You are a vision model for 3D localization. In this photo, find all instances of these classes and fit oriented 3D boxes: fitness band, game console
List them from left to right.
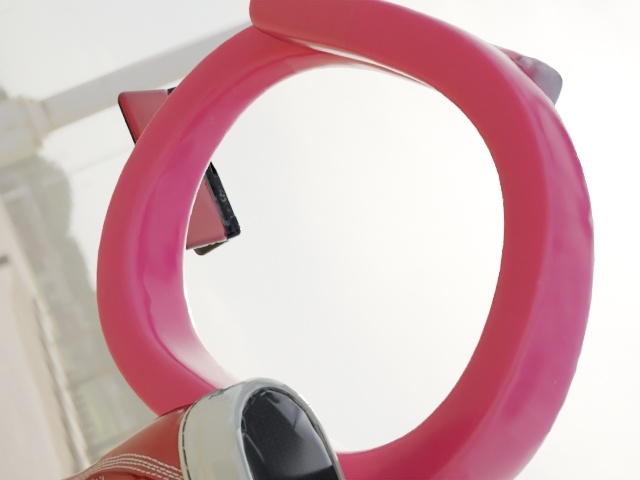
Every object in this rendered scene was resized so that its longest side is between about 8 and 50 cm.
[{"bbox_3d":[-0.137,-0.054,1.191,0.124,0.085,0.144,-27,-97,59],"label":"game console"},{"bbox_3d":[0.000,0.000,0.590,0.291,0.054,0.209,26,-82,49],"label":"fitness band"}]

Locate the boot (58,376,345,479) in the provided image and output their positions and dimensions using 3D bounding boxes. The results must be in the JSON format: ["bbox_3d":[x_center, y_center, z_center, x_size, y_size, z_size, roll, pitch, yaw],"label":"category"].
[{"bbox_3d":[-0.046,0.193,0.498,0.088,0.176,0.244,1,64,-61],"label":"boot"}]
